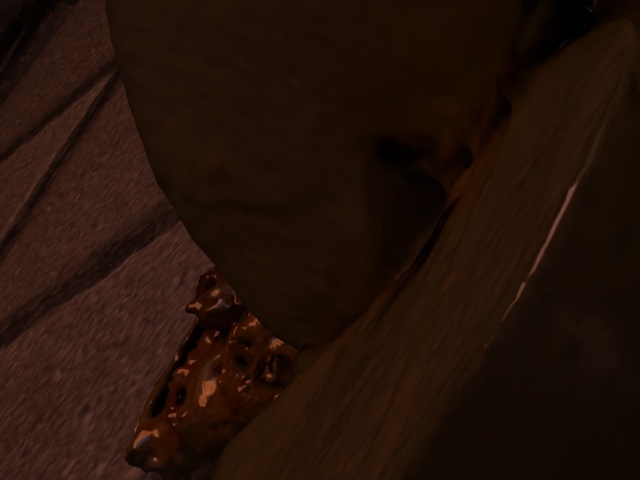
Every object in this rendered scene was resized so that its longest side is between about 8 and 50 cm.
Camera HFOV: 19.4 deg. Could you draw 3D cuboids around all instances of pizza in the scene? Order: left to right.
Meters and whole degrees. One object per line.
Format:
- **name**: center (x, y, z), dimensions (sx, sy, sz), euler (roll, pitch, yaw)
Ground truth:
- **pizza**: center (0.000, 0.000, 0.979), dimensions (0.305, 0.085, 0.161), euler (-51, 17, -7)

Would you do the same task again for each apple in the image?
- **apple**: center (0.066, -0.012, 0.540), dimensions (0.258, 0.233, 0.295), euler (110, 151, -52)
